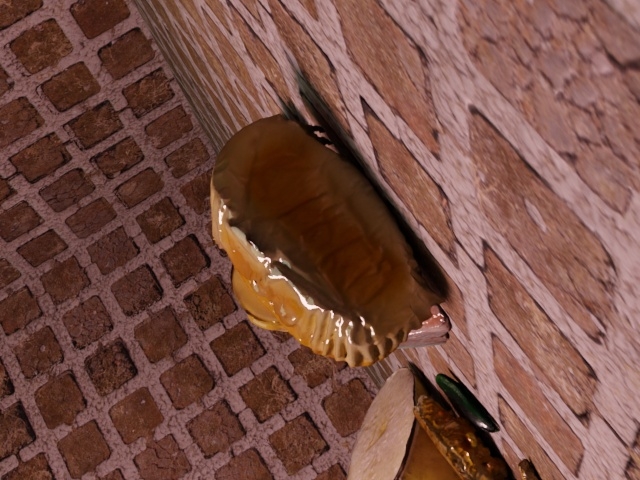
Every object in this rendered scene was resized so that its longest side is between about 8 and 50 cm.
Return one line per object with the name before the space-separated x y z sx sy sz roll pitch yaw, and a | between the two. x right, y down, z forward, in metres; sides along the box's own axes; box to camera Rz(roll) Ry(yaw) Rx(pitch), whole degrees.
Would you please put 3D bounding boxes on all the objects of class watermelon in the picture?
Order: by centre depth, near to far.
watermelon | 0.144 0.093 1.565 0.202 0.136 0.207 6 108 34

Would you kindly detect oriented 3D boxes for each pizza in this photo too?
pizza | 0.305 0.443 1.915 0.257 0.087 0.268 54 176 -16

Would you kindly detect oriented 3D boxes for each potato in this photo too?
potato | 0.247 0.518 2.155 0.296 0.290 0.397 30 -160 -11

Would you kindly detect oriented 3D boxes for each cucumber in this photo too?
cucumber | 0.257 0.284 1.702 0.184 0.033 0.036 -134 30 -56

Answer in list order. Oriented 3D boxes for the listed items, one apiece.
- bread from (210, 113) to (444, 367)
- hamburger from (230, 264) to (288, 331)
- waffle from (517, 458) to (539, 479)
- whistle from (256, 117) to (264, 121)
bread | -0.012 0.006 1.417 0.388 0.236 0.183 55 173 14
hamburger | -0.073 0.119 2.485 0.276 0.276 0.237 55 -177 25
waffle | 0.364 0.420 1.578 0.097 0.023 0.152 52 173 35
whistle | -0.080 -0.144 1.700 0.141 0.141 0.294 59 175 -17
